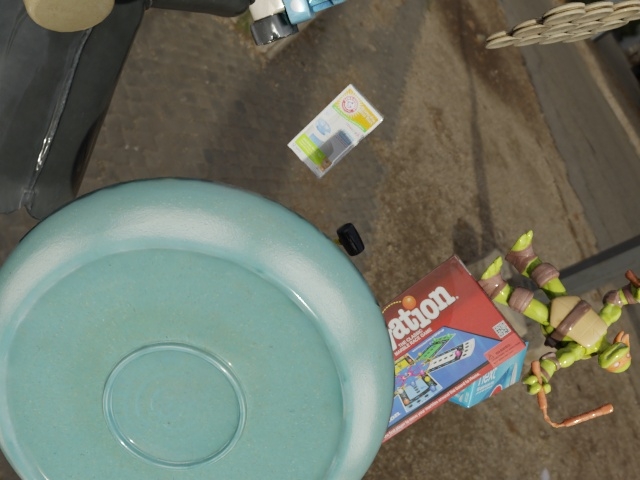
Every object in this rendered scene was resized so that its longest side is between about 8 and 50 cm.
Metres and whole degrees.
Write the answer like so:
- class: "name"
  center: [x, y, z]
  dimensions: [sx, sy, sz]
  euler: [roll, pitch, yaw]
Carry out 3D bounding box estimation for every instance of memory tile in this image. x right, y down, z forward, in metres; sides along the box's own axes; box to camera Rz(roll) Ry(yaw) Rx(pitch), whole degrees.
- class: "memory tile"
  center: [0.249, -0.215, 0.584]
  dimensions: [0.148, 0.113, 0.012]
  euler: [-12, 96, -25]

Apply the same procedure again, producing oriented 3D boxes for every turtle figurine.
- class: "turtle figurine"
  center: [0.323, 0.088, 0.758]
  dimensions: [0.217, 0.269, 0.087]
  euler: [46, -11, 22]

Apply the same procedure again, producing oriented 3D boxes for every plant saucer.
- class: "plant saucer"
  center: [-0.102, 0.114, 0.431]
  dimensions: [0.317, 0.317, 0.044]
  euler: [50, 11, -12]

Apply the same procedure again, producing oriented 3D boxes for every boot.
- class: "boot"
  center: [-0.285, -0.233, 0.800]
  dimensions: [0.367, 0.146, 0.445]
  euler: [17, 93, -59]

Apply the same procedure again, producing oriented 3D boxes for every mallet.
- class: "mallet"
  center: [0.000, 0.000, 1.197]
  dimensions: [0.039, 0.189, 0.062]
  euler: [-49, 126, -42]

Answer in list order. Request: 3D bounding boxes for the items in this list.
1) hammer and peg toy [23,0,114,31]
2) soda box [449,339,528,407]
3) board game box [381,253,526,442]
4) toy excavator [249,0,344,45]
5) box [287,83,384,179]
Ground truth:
- class: "hammer and peg toy"
  center: [-0.134, -0.266, 0.259]
  dimensions: [0.127, 0.266, 0.361]
  euler: [62, -3, 9]
- class: "soda box"
  center: [0.243, 0.187, 0.892]
  dimensions: [0.210, 0.067, 0.071]
  euler: [1, 102, -53]
- class: "board game box"
  center: [0.108, 0.158, 0.778]
  dimensions: [0.145, 0.281, 0.027]
  euler: [54, 14, 11]
- class: "toy excavator"
  center: [0.012, -0.645, 1.403]
  dimensions: [0.433, 0.445, 0.222]
  euler: [-84, 155, -70]
- class: "box"
  center: [0.038, -0.257, 1.380]
  dimensions: [0.114, 0.203, 0.103]
  euler: [47, 15, -7]
